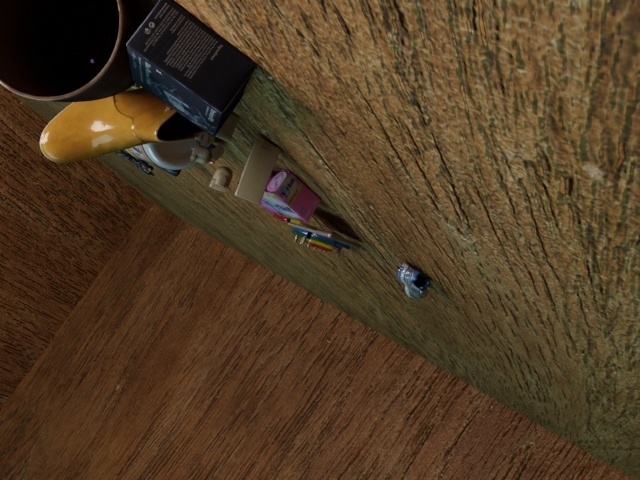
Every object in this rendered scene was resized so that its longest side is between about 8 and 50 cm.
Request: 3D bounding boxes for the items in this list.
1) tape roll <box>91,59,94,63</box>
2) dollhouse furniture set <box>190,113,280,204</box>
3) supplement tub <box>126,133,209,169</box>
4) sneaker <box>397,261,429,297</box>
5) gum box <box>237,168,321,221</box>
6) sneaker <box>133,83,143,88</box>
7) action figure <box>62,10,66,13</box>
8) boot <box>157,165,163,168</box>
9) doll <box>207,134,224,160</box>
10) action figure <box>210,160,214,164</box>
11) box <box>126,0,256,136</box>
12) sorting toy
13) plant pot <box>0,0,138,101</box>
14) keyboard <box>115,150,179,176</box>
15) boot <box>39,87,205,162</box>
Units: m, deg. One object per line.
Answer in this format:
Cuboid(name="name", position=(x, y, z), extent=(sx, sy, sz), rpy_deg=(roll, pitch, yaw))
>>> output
Cuboid(name="tape roll", position=(-0.555, -0.383, 1.247), extent=(0.274, 0.090, 0.275), rpy_deg=(33, 179, 1))
Cuboid(name="dollhouse furniture set", position=(-0.173, -0.162, 1.151), extent=(0.151, 0.144, 0.123), rpy_deg=(21, 178, -14))
Cuboid(name="supplement tub", position=(-0.343, -0.234, 1.251), extent=(0.199, 0.144, 0.144), rpy_deg=(22, 164, 49))
Cuboid(name="sneaker", position=(0.224, 0.102, 1.348), extent=(0.058, 0.052, 0.135), rpy_deg=(20, 164, 38))
Cuboid(name="gum box", position=(-0.098, -0.108, 1.314), extent=(0.107, 0.062, 0.188), rpy_deg=(40, 167, -34))
Cuboid(name="sneaker", position=(-0.383, -0.331, 1.231), extent=(0.031, 0.035, 0.083), rpy_deg=(30, 169, 22))
Cuboid(name="action figure", position=(-0.499, -0.432, 1.047), extent=(0.137, 0.064, 0.232), rpy_deg=(36, 177, -19))
Cuboid(name="boot", position=(-0.477, -0.304, 1.619), extent=(0.219, 0.082, 0.106), rpy_deg=(41, 145, 7))
Cuboid(name="doll", position=(-0.295, -0.237, 1.374), extent=(0.189, 0.046, 0.129), rpy_deg=(24, 156, 52))
Cuboid(name="action figure", position=(-0.314, -0.233, 1.505), extent=(0.115, 0.030, 0.038), rpy_deg=(38, 164, -34))
Cuboid(name="box", position=(-0.193, -0.250, 0.875), extent=(0.158, 0.093, 0.156), rpy_deg=(34, 170, -11))
Cuboid(name="sorting toy", position=(0.000, 0.000, 1.388), extent=(0.132, 0.046, 0.274), rpy_deg=(18, 178, 37))
Cuboid(name="plant pot", position=(-0.368, -0.305, 0.916), extent=(0.215, 0.215, 0.230), rpy_deg=(33, -176, 1))
Cuboid(name="keyboard", position=(-0.541, -0.271, 1.663), extent=(0.317, 0.033, 0.202), rpy_deg=(30, -155, -15))
Cuboid(name="boot", position=(-0.325, -0.200, 1.014), extent=(0.211, 0.295, 0.104), rpy_deg=(33, 148, 50))
